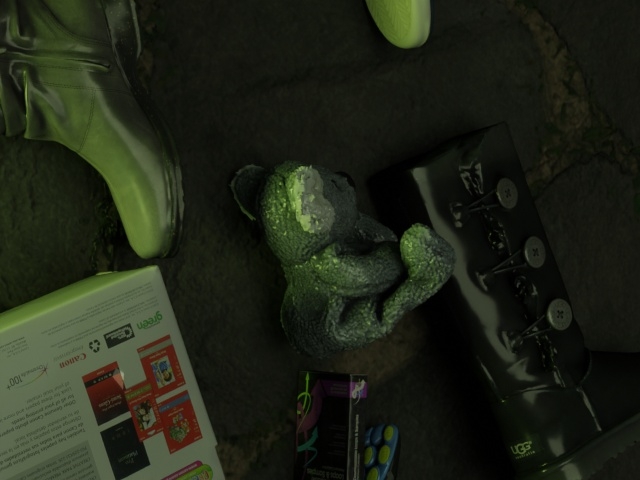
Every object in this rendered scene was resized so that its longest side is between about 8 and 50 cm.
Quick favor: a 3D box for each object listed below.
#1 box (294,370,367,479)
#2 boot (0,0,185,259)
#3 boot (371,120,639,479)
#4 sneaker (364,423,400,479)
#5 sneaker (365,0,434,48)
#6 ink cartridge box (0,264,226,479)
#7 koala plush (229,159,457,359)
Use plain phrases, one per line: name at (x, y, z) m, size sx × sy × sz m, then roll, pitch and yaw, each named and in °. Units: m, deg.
box at (0.010, 0.234, 1.903) m, size 0.029 × 0.116 × 0.162 m, roll 3°, pitch 86°, yaw -32°
boot at (-0.284, -0.121, 1.728) m, size 0.222 × 0.118 × 0.338 m, roll -15°, pitch 86°, yaw -31°
boot at (0.285, 0.058, 2.087) m, size 0.367 × 0.146 × 0.445 m, roll -26°, pitch 88°, yaw -49°
sneaker at (0.066, 0.316, 1.980) m, size 0.078 × 0.067 × 0.188 m, roll 18°, pitch 76°, yaw -54°
sneaker at (0.128, -0.411, 1.997) m, size 0.148 × 0.131 × 0.350 m, roll -7°, pitch 92°, yaw -30°
ink cartridge box at (-0.272, 0.205, 1.634) m, size 0.309 × 0.130 × 0.272 m, roll -23°, pitch 99°, yaw -37°
koala plush at (0.000, 0.000, 1.866) m, size 0.203 × 0.196 × 0.221 m, roll -44°, pitch 116°, yaw -17°
